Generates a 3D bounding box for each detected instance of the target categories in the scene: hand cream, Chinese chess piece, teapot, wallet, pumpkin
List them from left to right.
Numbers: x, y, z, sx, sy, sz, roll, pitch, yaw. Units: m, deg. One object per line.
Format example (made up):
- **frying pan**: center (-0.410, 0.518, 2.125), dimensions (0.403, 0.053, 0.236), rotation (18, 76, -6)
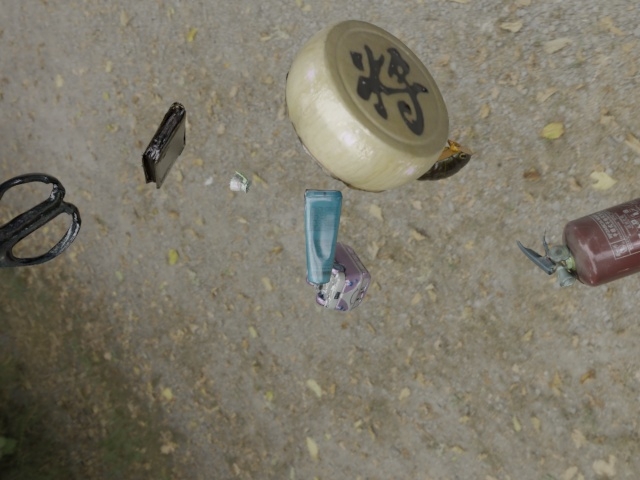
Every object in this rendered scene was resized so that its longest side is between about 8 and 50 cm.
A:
- **wallet**: center (-0.258, -0.152, 1.035), dimensions (0.031, 0.110, 0.198), rotation (29, 168, -8)
- **teapot**: center (-0.272, -0.201, 2.140), dimensions (0.064, 0.064, 0.083), rotation (21, 136, 11)
- **hand cream**: center (0.000, 0.000, 1.350), dimensions (0.083, 0.048, 0.224), rotation (2, 106, -9)
- **Chinese chess piece**: center (0.071, -0.197, 0.914), dimensions (0.104, 0.257, 0.257), rotation (-35, 86, 46)
- **pumpkin**: center (0.204, -0.173, 1.256), dimensions (0.183, 0.119, 0.107), rotation (21, 106, -12)

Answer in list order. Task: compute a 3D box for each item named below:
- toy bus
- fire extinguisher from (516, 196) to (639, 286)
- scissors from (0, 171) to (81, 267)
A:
- **toy bus**: center (0.055, 0.107, 1.853), dimensions (0.142, 0.142, 0.202), rotation (-68, 31, 26)
- **fire extinguisher**: center (0.402, -0.008, 0.807), dimensions (0.269, 0.105, 0.104), rotation (-20, 97, 7)
- **scissors**: center (-0.400, 0.035, 0.671), dimensions (0.022, 0.300, 0.109), rotation (26, 146, 41)
